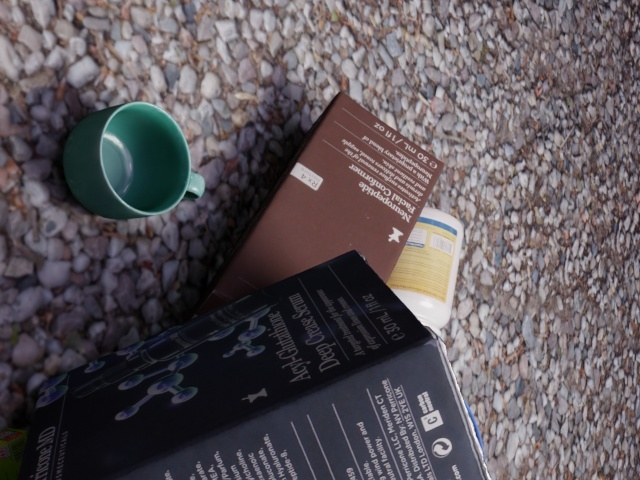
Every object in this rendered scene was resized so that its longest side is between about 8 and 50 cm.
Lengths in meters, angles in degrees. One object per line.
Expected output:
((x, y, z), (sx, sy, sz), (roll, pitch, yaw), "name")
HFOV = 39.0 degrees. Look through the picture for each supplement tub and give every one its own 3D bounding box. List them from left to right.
((0.140, 0.058, 1.419), (0.144, 0.144, 0.200), (32, 63, -43), "supplement tub")

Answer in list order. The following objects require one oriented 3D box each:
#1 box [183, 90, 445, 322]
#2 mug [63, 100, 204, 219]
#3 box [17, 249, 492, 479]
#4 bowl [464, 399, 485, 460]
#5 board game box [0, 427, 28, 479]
((0.000, 0.000, 1.219), (0.191, 0.143, 0.381), (34, 58, -7), "box")
((-0.223, -0.079, 1.048), (0.158, 0.097, 0.129), (59, 47, -28), "mug")
((-0.072, 0.208, 0.913), (0.395, 0.293, 0.212), (-23, 108, -6), "box")
((0.144, 0.402, 1.443), (0.391, 0.077, 0.391), (6, 82, -49), "bowl")
((-0.326, 0.297, 0.933), (0.092, 0.043, 0.181), (-25, 105, -47), "board game box")
